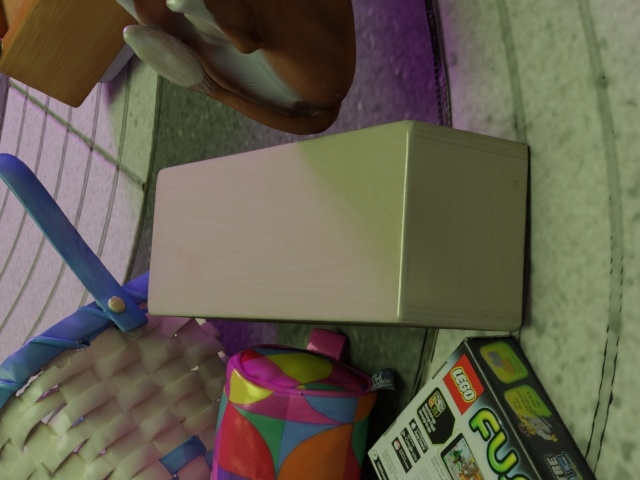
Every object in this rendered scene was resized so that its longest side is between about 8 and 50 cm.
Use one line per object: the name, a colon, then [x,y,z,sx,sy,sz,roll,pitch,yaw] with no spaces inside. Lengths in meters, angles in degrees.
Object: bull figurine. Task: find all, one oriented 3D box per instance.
bull figurine: [-0.058,-0.209,0.606,0.101,0.188,0.310,-27,68,34]

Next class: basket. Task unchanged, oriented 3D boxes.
basket: [-0.199,0.111,0.824,0.289,0.201,0.255,46,131,7]

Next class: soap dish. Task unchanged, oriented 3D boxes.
soap dish: [-0.230,-0.298,0.964,0.229,0.118,0.291,-37,64,49]

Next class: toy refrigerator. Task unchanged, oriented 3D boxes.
toy refrigerator: [0.000,0.000,0.664,0.269,0.094,0.102,-5,80,54]

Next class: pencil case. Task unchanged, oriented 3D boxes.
pencil case: [-0.023,0.179,0.689,0.104,0.104,0.236,24,107,53]

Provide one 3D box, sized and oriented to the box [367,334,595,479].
box: [0.101,0.164,0.556,0.114,0.036,0.207,-56,46,38]
